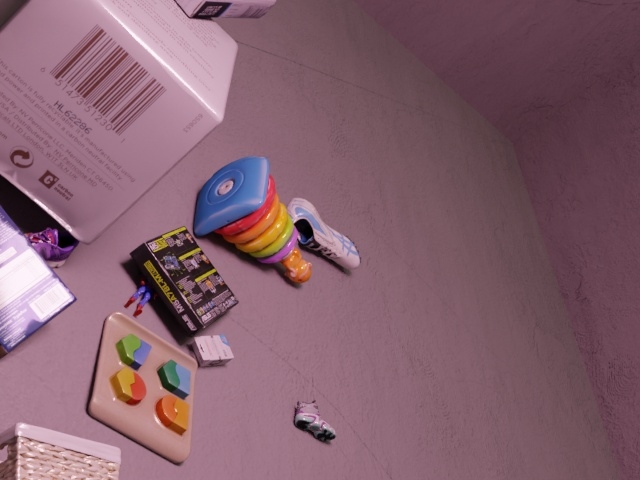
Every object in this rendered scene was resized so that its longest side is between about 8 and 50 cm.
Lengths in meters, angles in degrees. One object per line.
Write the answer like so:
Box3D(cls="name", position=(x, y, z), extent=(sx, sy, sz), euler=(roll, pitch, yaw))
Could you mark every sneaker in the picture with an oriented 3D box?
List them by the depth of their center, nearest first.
Box3D(cls="sneaker", position=(-0.448, 0.005, 1.538), extent=(0.068, 0.071, 0.170), euler=(59, 29, 10))
Box3D(cls="sneaker", position=(-0.007, 0.336, 1.882), extent=(0.098, 0.038, 0.069), euler=(37, 32, -30))
Box3D(cls="sneaker", position=(0.000, 0.000, 2.252), extent=(0.237, 0.085, 0.086), euler=(42, 55, -28))

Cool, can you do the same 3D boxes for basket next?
Box3D(cls="basket", position=(-0.354, 0.320, 1.280), extent=(0.167, 0.113, 0.103), euler=(27, 40, -41))

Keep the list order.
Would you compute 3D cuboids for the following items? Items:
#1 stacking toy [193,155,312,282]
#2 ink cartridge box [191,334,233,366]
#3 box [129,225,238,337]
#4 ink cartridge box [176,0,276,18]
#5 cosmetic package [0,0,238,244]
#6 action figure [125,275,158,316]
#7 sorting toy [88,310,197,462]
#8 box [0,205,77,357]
Box3D(cls="stacking toy", position=(-0.108, -0.014, 2.034), extent=(0.302, 0.175, 0.166), euler=(49, 28, -34))
Box3D(cls="ink cartridge box", position=(-0.198, 0.197, 1.755), extent=(0.083, 0.028, 0.048), euler=(5, 54, -56))
Box3D(cls="box", position=(-0.242, 0.070, 1.786), extent=(0.184, 0.045, 0.190), euler=(52, 17, 0))
Box3D(cls="ink cartridge box", position=(-0.248, -0.538, 1.796), extent=(0.307, 0.072, 0.303), euler=(50, 24, 5))
Box3D(cls="cosmetic package", position=(-0.369, -0.274, 1.641), extent=(0.329, 0.327, 0.394), euler=(43, 20, -20))
Box3D(cls="action figure", position=(-0.303, 0.088, 1.718), extent=(0.038, 0.030, 0.115), euler=(44, 26, -12))
Box3D(cls="sorting toy", position=(-0.275, 0.231, 1.586), extent=(0.193, 0.038, 0.208), euler=(38, 31, -28))
Box3D(cls="box", position=(-0.478, 0.040, 1.432), extent=(0.225, 0.036, 0.136), euler=(53, 53, -5))
